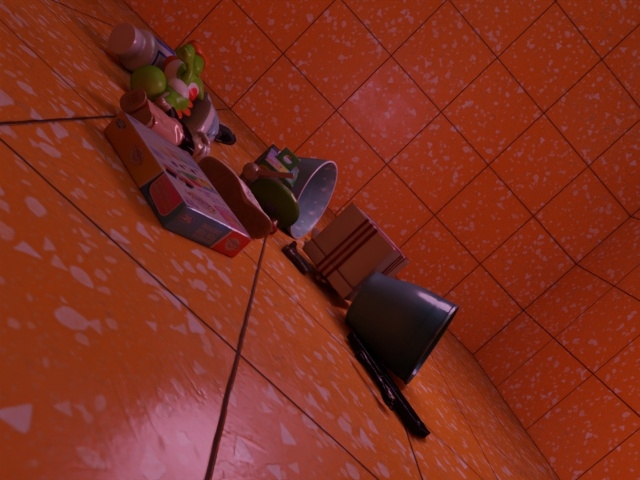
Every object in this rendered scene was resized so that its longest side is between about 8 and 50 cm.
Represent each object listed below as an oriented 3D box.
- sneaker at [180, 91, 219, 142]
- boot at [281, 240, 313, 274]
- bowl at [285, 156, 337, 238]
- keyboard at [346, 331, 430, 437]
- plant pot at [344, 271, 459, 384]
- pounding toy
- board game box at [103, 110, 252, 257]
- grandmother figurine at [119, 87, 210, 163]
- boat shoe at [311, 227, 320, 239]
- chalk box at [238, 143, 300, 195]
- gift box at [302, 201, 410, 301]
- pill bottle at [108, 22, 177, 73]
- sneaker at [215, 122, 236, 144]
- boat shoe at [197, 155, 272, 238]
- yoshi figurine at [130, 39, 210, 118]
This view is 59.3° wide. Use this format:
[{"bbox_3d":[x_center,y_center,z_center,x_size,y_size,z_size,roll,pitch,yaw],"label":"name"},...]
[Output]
[{"bbox_3d":[-0.396,-0.388,1.912,0.366,0.135,0.150,-98,166,-58],"label":"sneaker"},{"bbox_3d":[-0.063,0.056,1.751,0.114,0.037,0.106,44,21,5],"label":"boot"},{"bbox_3d":[-0.085,-0.180,2.046,0.163,0.312,0.311,29,3,17],"label":"bowl"},{"bbox_3d":[0.157,0.358,1.427,0.317,0.033,0.201,51,3,38],"label":"keyboard"},{"bbox_3d":[0.223,0.232,1.639,0.255,0.272,0.271,34,4,19],"label":"plant pot"},{"bbox_3d":[-0.168,-0.107,1.712,0.182,0.110,0.237,19,-41,20],"label":"pounding toy"},{"bbox_3d":[-0.310,-0.119,1.230,0.317,0.064,0.242,51,9,29],"label":"board game box"},{"bbox_3d":[-0.407,-0.297,1.534,0.342,0.103,0.208,33,42,-70],"label":"grandmother figurine"},{"bbox_3d":[0.000,0.000,2.337,0.038,0.046,0.125,37,15,-49],"label":"boat shoe"},{"bbox_3d":[-0.162,-0.213,1.838,0.132,0.213,0.132,43,29,-17],"label":"chalk box"},{"bbox_3d":[0.103,0.049,1.851,0.276,0.258,0.255,50,8,29],"label":"gift box"},{"bbox_3d":[-0.608,-0.642,1.968,0.152,0.152,0.272,49,9,21],"label":"pill bottle"},{"bbox_3d":[-0.416,-0.426,2.195,0.234,0.078,0.106,33,18,-44],"label":"sneaker"},{"bbox_3d":[-0.240,-0.120,1.522,0.277,0.098,0.096,53,3,-29],"label":"boat shoe"},{"bbox_3d":[-0.488,-0.525,1.786,0.202,0.204,0.362,8,41,-1],"label":"yoshi figurine"}]
